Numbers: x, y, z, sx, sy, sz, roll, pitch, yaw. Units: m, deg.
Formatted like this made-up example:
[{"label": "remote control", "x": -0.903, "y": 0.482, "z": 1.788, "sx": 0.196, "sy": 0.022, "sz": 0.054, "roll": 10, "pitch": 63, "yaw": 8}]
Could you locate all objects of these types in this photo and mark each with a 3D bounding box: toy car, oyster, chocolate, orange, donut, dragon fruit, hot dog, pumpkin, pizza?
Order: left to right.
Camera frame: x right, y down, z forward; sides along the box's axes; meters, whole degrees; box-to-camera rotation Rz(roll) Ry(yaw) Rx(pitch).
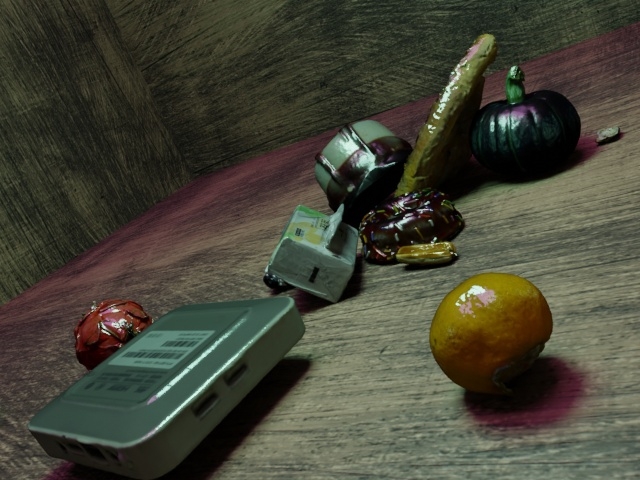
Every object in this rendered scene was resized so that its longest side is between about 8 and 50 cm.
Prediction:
[{"label": "dragon fruit", "x": -0.441, "y": 0.211, "z": 1.357, "sx": 0.172, "sy": 0.172, "sz": 0.209, "roll": -33, "pitch": 27, "yaw": -27}, {"label": "toy car", "x": -0.063, "y": 0.054, "z": 1.472, "sx": 0.171, "sy": 0.070, "sz": 0.080, "roll": -36, "pitch": 21, "yaw": -36}, {"label": "chocolate", "x": 0.099, "y": -0.192, "z": 1.631, "sx": 0.284, "sy": 0.186, "sz": 0.283, "roll": -39, "pitch": -9, "yaw": -8}, {"label": "donut", "x": 0.186, "y": -0.037, "z": 1.374, "sx": 0.235, "sy": 0.089, "sz": 0.235, "roll": -21, "pitch": 18, "yaw": 7}, {"label": "hot dog", "x": 0.206, "y": 0.030, "z": 1.234, "sx": 0.133, "sy": 0.041, "sz": 0.056, "roll": -4, "pitch": 33, "yaw": 37}, {"label": "pizza", "x": 0.296, "y": -0.228, "z": 1.539, "sx": 0.080, "sy": 0.435, "sz": 0.392, "roll": 30, "pitch": 68, "yaw": 22}, {"label": "orange", "x": 0.210, "y": 0.117, "z": 0.775, "sx": 0.157, "sy": 0.156, "sz": 0.134, "roll": -24, "pitch": 37, "yaw": 3}, {"label": "pumpkin", "x": 0.462, "y": -0.278, "z": 1.451, "sx": 0.248, "sy": 0.248, "sz": 0.248, "roll": -22, "pitch": 17, "yaw": 7}, {"label": "oyster", "x": 0.662, "y": -0.243, "z": 1.457, "sx": 0.054, "sy": 0.019, "sz": 0.083, "roll": -13, "pitch": 22, "yaw": 38}]

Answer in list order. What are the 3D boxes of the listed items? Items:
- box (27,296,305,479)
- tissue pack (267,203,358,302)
[{"label": "box", "x": -0.253, "y": 0.219, "z": 1.045, "sx": 0.367, "sy": 0.090, "sz": 0.373, "roll": -11, "pitch": 21, "yaw": 42}, {"label": "tissue pack", "x": 0.000, "y": 0.000, "z": 1.326, "sx": 0.229, "sy": 0.159, "sz": 0.145, "roll": -74, "pitch": 9, "yaw": -70}]
